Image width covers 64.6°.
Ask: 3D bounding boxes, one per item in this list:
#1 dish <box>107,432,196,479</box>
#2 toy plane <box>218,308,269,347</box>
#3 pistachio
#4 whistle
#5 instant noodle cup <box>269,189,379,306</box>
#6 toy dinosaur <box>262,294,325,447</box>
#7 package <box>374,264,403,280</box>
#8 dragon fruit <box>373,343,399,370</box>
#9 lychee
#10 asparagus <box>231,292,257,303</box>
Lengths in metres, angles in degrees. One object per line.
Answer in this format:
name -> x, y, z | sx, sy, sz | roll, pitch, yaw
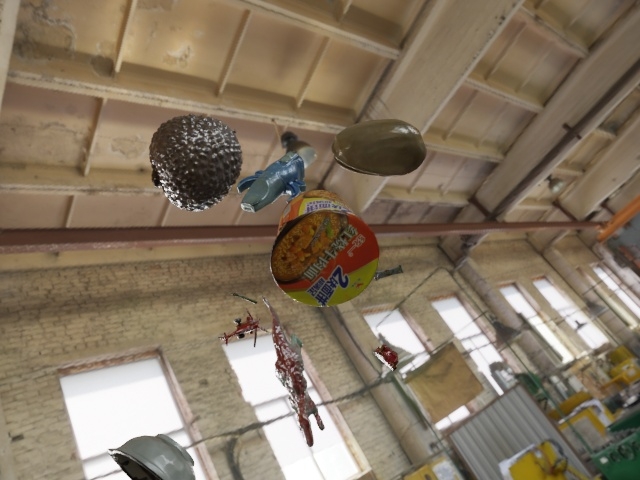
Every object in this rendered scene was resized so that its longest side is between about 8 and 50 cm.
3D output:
dish -> -0.461, 0.655, 1.469 | 0.120, 0.303, 0.303 | -49, -14, -40
toy plane -> -0.256, 0.300, 1.633 | 0.077, 0.126, 0.194 | -10, 23, 30
pistachio -> 0.128, -0.200, 1.112 | 0.205, 0.132, 0.129 | -4, -21, 9
whistle -> -0.118, -0.154, 1.356 | 0.269, 0.180, 0.093 | -49, -33, -39
instant noodle cup -> 0.000, 0.000, 1.025 | 0.213, 0.174, 0.213 | -3, -63, -6
toy dinosaur -> -0.053, 0.199, 0.826 | 0.053, 0.242, 0.167 | -19, -9, -1
package -> 0.257, 0.121, 1.918 | 0.110, 0.037, 0.015 | -16, 5, 4
dragon fruit -> 0.274, 0.464, 2.029 | 0.068, 0.112, 0.126 | -46, -49, -12
lychee -> -0.370, -0.229, 1.514 | 0.299, 0.300, 0.300 | -25, -29, -15
asparagus -> -0.296, 0.224, 1.970 | 0.114, 0.014, 0.015 | 27, -60, -28
